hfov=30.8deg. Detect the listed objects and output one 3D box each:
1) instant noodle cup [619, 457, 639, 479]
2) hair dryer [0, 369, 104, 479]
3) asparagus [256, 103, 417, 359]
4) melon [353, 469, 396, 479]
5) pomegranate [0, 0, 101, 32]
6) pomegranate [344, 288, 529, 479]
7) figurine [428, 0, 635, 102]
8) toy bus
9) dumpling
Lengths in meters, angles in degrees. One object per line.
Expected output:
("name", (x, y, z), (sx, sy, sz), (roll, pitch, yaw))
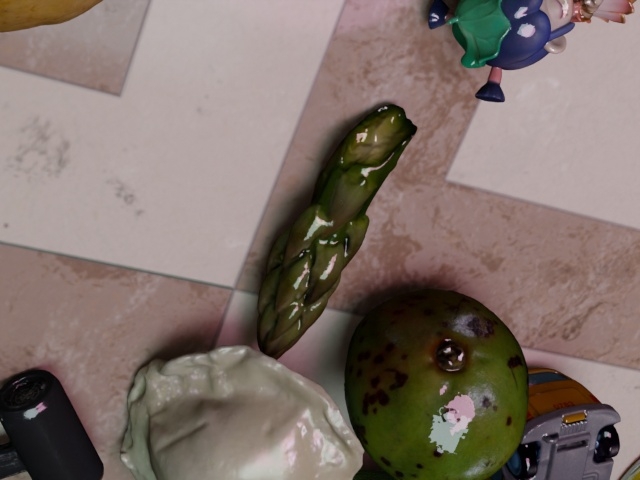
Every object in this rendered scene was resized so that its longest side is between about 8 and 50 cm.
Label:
("instant noodle cup", (0.531, 0.401, 1.389), (0.326, 0.254, 0.325), (-7, 119, -13))
("hair dryer", (-0.354, 0.218, 1.139), (0.255, 0.070, 0.128), (-17, 121, -2))
("asparagus", (0.000, 0.000, 1.111), (0.080, 0.080, 0.287), (16, 114, -24))
("melon", (0.112, 0.312, 1.240), (0.169, 0.129, 0.265), (-6, 153, 28))
("pomegranate", (-0.229, -0.263, 0.800), (0.260, 0.260, 0.260), (-7, 120, -13))
("pomegranate", (0.114, 0.163, 1.185), (0.202, 0.202, 0.248), (-8, 151, -12))
("figurine", (0.202, -0.205, 1.031), (0.195, 0.111, 0.102), (-19, 161, -12))
("toy bus", (0.236, 0.242, 1.278), (0.126, 0.136, 0.209), (-9, 121, -19))
("dumpling", (-0.083, 0.186, 1.151), (0.258, 0.147, 0.193), (3, 113, 16))
